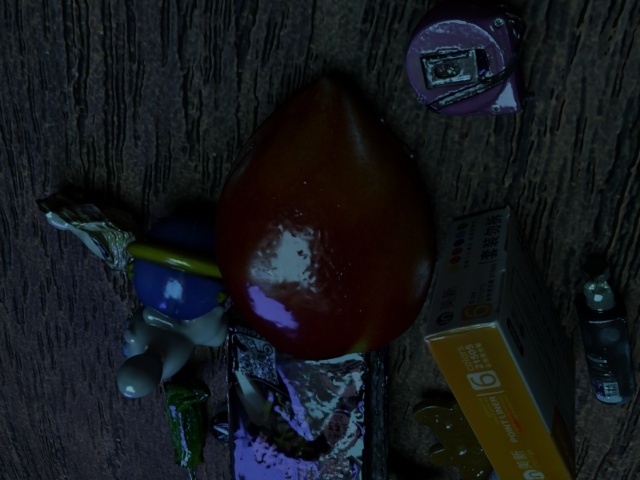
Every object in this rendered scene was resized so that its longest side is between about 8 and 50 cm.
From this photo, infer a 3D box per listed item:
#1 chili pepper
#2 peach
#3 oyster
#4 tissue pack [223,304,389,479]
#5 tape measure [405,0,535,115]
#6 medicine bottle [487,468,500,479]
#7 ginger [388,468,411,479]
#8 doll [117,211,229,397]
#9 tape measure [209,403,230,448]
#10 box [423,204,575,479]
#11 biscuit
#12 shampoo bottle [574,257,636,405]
[{"bbox_3d":[-0.221,0.312,1.407,0.065,0.122,0.279,-11,130,-19],"label":"chili pepper"},{"bbox_3d":[0.000,0.000,0.984,0.257,0.201,0.362,9,130,17],"label":"peach"},{"bbox_3d":[-0.313,-0.010,1.205,0.163,0.081,0.191,20,153,39],"label":"oyster"},{"bbox_3d":[-0.023,0.254,1.222,0.245,0.123,0.332,8,112,23],"label":"tissue pack"},{"bbox_3d":[0.151,-0.186,0.853,0.125,0.074,0.118,-5,124,24],"label":"tape measure"},{"bbox_3d":[0.286,0.389,1.245,0.092,0.061,0.221,13,125,0],"label":"medicine bottle"},{"bbox_3d":[0.084,0.416,1.345,0.270,0.123,0.219,-13,105,24],"label":"ginger"},{"bbox_3d":[-0.189,0.088,1.161,0.159,0.243,0.311,3,173,-10],"label":"doll"},{"bbox_3d":[-0.138,0.316,1.400,0.091,0.054,0.094,-22,123,33],"label":"tape measure"},{"bbox_3d":[0.224,0.131,0.988,0.091,0.221,0.274,-14,123,27],"label":"box"},{"bbox_3d":[0.223,0.301,1.248,0.138,0.031,0.205,-20,118,21],"label":"biscuit"},{"bbox_3d":[0.349,0.113,1.024,0.057,0.063,0.208,-11,123,16],"label":"shampoo bottle"}]
